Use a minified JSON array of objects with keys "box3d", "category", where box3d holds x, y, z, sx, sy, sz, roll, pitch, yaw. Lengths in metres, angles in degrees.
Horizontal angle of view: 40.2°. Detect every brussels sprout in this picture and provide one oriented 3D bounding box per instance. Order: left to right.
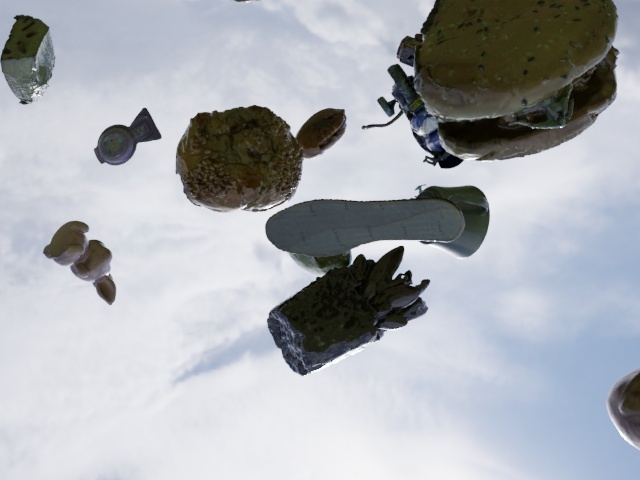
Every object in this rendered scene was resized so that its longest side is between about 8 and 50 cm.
[{"box3d":[-0.005,0.001,1.883,0.143,0.181,0.162,-15,-128,-10],"category":"brussels sprout"}]

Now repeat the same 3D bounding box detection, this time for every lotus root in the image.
[{"box3d":[-0.519,-0.316,1.578,0.070,0.144,0.143,2,-125,-5],"category":"lotus root"}]

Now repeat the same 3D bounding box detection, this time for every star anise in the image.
[{"box3d":[0.221,-0.333,2.471,0.148,0.218,0.227,31,-105,31],"category":"star anise"}]

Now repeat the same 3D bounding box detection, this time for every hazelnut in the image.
[{"box3d":[0.650,0.319,1.662,0.214,0.214,0.177,1,-112,-7],"category":"hazelnut"}]

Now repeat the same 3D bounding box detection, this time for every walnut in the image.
[{"box3d":[0.004,-0.316,2.539,0.115,0.116,0.207,30,-116,30],"category":"walnut"}]

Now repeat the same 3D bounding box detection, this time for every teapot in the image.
[{"box3d":[0.260,-0.054,1.867,0.148,0.239,0.163,11,-108,-29],"category":"teapot"}]

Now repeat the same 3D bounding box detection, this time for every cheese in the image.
[{"box3d":[-0.511,-0.264,2.284,0.190,0.105,0.042,-30,178,13],"category":"cheese"}]

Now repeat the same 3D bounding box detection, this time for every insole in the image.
[{"box3d":[0.062,-0.023,1.415,0.348,0.119,0.009,-3,-141,25],"category":"insole"}]

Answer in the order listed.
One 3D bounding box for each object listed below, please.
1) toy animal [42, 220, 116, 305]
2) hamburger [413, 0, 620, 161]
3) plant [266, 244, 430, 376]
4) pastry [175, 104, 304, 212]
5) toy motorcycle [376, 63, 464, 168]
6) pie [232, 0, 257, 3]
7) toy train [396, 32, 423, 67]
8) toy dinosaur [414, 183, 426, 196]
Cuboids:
[{"box3d":[-0.517,0.047,1.985,0.124,0.212,0.124,-18,-129,23],"category":"toy animal"},{"box3d":[0.309,-0.274,1.325,0.276,0.195,0.318,5,-128,27],"category":"hamburger"},{"box3d":[0.062,0.133,1.755,0.320,0.194,0.182,-29,-98,-26],"category":"plant"},{"box3d":[-0.183,-0.194,2.050,0.310,0.162,0.255,-8,-100,-17],"category":"pastry"},{"box3d":[0.194,-0.218,1.576,0.113,0.315,0.169,-35,-105,11],"category":"toy motorcycle"},{"box3d":[-0.182,-0.725,2.052,0.337,0.338,0.075,-23,-160,-33],"category":"pie"},{"box3d":[0.227,-0.378,1.794,0.137,0.050,0.087,26,-140,14],"category":"toy train"},{"box3d":[0.281,-0.129,2.255,0.083,0.062,0.021,-24,-136,5],"category":"toy dinosaur"}]
